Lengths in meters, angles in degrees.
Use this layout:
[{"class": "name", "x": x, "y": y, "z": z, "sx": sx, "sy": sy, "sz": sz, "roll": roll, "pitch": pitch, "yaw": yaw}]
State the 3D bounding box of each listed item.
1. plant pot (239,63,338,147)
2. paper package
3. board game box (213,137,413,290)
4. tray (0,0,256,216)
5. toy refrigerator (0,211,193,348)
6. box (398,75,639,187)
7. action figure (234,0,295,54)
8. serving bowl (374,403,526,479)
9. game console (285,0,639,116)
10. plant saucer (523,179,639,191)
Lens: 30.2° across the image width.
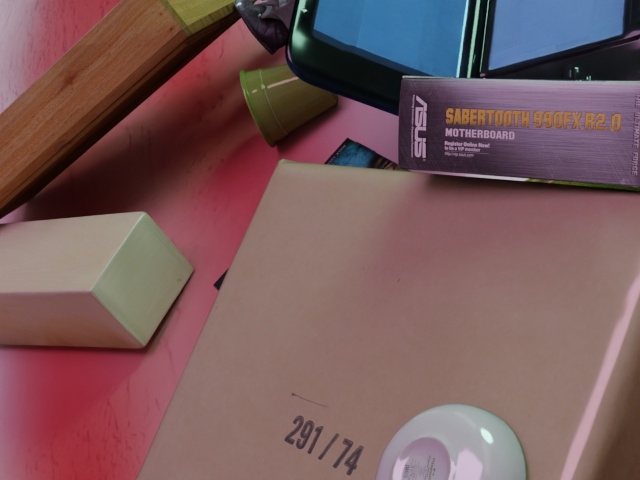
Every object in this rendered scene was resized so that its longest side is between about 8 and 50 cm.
[{"class": "plant pot", "x": -0.027, "y": -0.145, "z": 1.177, "sx": 0.079, "sy": 0.083, "sz": 0.083, "roll": -21, "pitch": 41, "yaw": 11}, {"class": "paper package", "x": 0.066, "y": 0.123, "z": 0.708, "sx": 0.324, "sy": 0.168, "sz": 0.310, "roll": 9, "pitch": 73, "yaw": 48}, {"class": "board game box", "x": 0.000, "y": 0.000, "z": 1.045, "sx": 0.186, "sy": 0.026, "sz": 0.126, "roll": -49, "pitch": 36, "yaw": -6}, {"class": "tray", "x": -0.260, "y": -0.143, "z": 1.275, "sx": 0.411, "sy": 0.076, "sz": 0.203, "roll": -36, "pitch": 7, "yaw": 27}, {"class": "toy refrigerator", "x": -0.261, "y": 0.045, "z": 1.198, "sx": 0.269, "sy": 0.094, "sz": 0.102, "roll": -3, "pitch": 46, "yaw": 41}, {"class": "box", "x": 0.183, "y": -0.065, "z": 0.705, "sx": 0.183, "sy": 0.231, "sz": 0.056, "roll": 6, "pitch": 97, "yaw": 38}, {"class": "action figure", "x": 0.061, "y": -0.279, "z": 1.200, "sx": 0.285, "sy": 0.099, "sz": 0.185, "roll": -21, "pitch": 33, "yaw": 22}, {"class": "serving bowl", "x": 0.056, "y": 0.115, "z": 0.571, "sx": 0.083, "sy": 0.027, "sz": 0.083, "roll": -26, "pitch": 49, "yaw": 33}, {"class": "game console", "x": 0.137, "y": -0.244, "z": 0.998, "sx": 0.250, "sy": 0.173, "sz": 0.293, "roll": -11, "pitch": 57, "yaw": 37}, {"class": "plant saucer", "x": 0.202, "y": -0.003, "z": 0.840, "sx": 0.188, "sy": 0.045, "sz": 0.188, "roll": -25, "pitch": 41, "yaw": 24}]
